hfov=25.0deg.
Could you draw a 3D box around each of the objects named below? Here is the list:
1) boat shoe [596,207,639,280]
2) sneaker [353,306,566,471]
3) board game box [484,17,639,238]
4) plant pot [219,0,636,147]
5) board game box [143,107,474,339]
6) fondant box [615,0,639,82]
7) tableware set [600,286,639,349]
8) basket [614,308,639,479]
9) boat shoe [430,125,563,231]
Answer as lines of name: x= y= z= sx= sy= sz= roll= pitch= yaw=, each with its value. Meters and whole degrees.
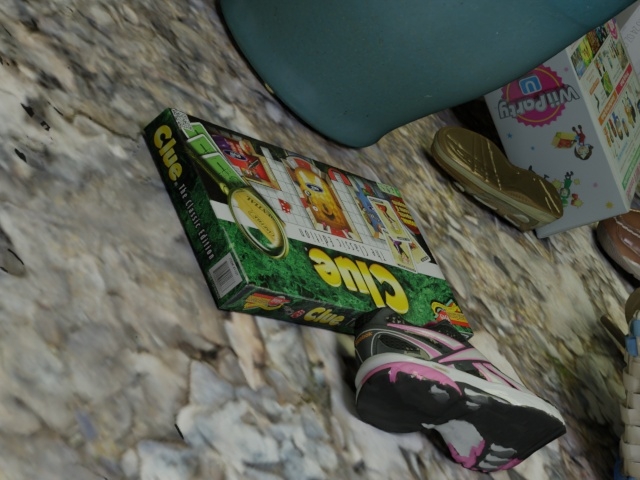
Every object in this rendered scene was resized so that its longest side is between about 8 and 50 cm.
boat shoe: x=0.444 y=0.008 z=1.512 sx=0.324 sy=0.116 sz=0.123 roll=14 pitch=27 yaw=-17
sneaker: x=0.089 y=0.088 z=0.926 sx=0.178 sy=0.072 sz=0.077 roll=30 pitch=34 yaw=-41
board game box: x=0.218 y=-0.186 z=1.380 sx=0.303 sy=0.097 sz=0.224 roll=66 pitch=27 yaw=-13
plant pot: x=0.070 y=-0.216 z=1.098 sx=0.272 sy=0.255 sz=0.271 roll=39 pitch=28 yaw=-25
board game box: x=0.000 y=0.000 z=0.951 sx=0.260 sy=0.030 sz=0.136 roll=15 pitch=45 yaw=-53
fondant box: x=0.438 y=-0.181 z=1.613 sx=0.330 sy=0.238 sz=0.096 roll=17 pitch=37 yaw=-23
tableware set: x=0.351 y=0.111 z=1.289 sx=0.039 sy=0.128 sz=0.194 roll=-38 pitch=90 yaw=-34
basket: x=0.334 y=0.171 z=1.121 sx=0.255 sy=0.201 sz=0.289 roll=-32 pitch=118 yaw=-66
boat shoe: x=0.149 y=-0.050 z=1.278 sx=0.153 sy=0.048 sz=0.056 roll=24 pitch=47 yaw=-34
